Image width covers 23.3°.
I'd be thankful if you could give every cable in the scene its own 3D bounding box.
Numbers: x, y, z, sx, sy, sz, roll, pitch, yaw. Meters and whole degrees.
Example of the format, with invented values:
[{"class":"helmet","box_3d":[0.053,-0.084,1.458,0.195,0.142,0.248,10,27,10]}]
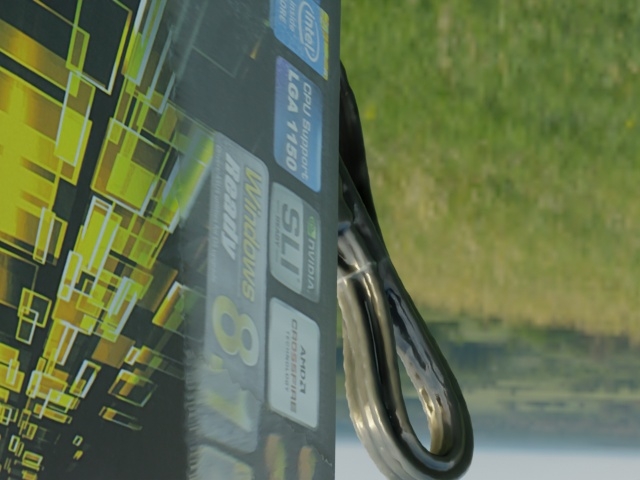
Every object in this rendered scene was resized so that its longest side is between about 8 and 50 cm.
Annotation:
[{"class":"cable","box_3d":[0.000,0.000,0.847,0.072,0.287,0.139,-26,-175,37]}]

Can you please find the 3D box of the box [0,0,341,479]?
[{"class":"box","box_3d":[-0.113,-0.112,0.378,0.097,0.394,0.318,-12,153,29]}]
